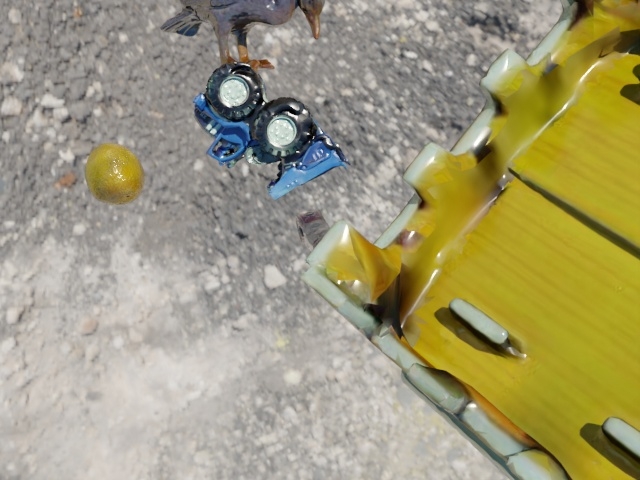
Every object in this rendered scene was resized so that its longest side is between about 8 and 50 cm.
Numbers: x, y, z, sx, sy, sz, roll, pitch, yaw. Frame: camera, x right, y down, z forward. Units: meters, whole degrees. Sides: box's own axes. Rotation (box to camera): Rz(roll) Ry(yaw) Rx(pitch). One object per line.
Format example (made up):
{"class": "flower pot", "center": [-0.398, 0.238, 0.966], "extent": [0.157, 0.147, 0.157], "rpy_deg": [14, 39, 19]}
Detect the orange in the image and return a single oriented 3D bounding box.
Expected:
{"class": "orange", "center": [-0.291, -0.095, 1.295], "extent": [0.085, 0.095, 0.085], "rpy_deg": [-25, 152, -15]}

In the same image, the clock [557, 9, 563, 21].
{"class": "clock", "center": [0.402, -0.261, 1.168], "extent": [0.029, 0.235, 0.235], "rpy_deg": [15, 115, -42]}

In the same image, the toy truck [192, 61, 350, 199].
{"class": "toy truck", "center": [-0.066, -0.132, 1.179], "extent": [0.208, 0.113, 0.126], "rpy_deg": [34, 97, -5]}

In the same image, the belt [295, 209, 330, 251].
{"class": "belt", "center": [0.000, 0.000, 1.569], "extent": [0.053, 0.232, 0.071], "rpy_deg": [-13, 105, -7]}

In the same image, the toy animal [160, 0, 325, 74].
{"class": "toy animal", "center": [-0.130, -0.370, 1.515], "extent": [0.122, 0.298, 0.185], "rpy_deg": [-22, 121, -53]}

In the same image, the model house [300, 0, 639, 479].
{"class": "model house", "center": [0.150, 0.030, 0.371], "extent": [0.198, 0.224, 0.215], "rpy_deg": [-52, 142, -1]}
